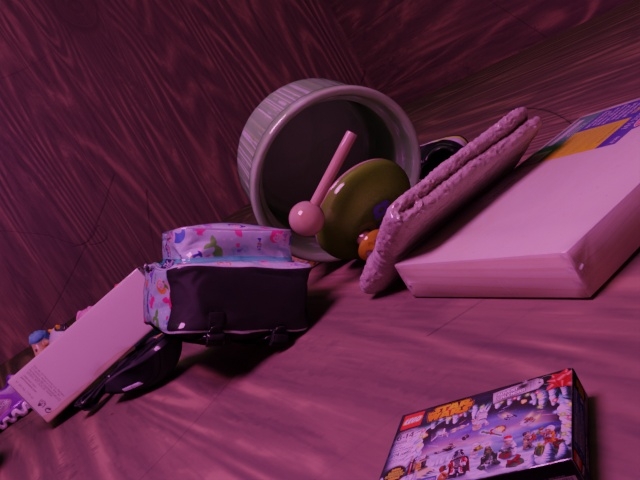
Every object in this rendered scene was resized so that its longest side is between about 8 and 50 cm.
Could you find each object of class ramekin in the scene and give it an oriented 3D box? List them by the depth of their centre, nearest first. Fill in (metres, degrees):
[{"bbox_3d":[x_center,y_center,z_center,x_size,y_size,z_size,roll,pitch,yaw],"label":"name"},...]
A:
[{"bbox_3d":[0.005,-0.129,1.095,0.303,0.303,0.148,-32,35,-8],"label":"ramekin"}]

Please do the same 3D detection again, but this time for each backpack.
[{"bbox_3d":[-0.154,0.070,0.969,0.225,0.190,0.253,1,-11,-26],"label":"backpack"}]

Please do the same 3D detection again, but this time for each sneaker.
[{"bbox_3d":[0.205,-0.157,1.350,0.235,0.084,0.097,-25,13,28],"label":"sneaker"},{"bbox_3d":[-0.742,0.384,1.418,0.236,0.104,0.095,-40,15,-34],"label":"sneaker"}]

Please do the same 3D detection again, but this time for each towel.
[{"bbox_3d":[0.168,-0.053,0.848,0.282,0.049,0.187,-36,-21,-26],"label":"towel"}]

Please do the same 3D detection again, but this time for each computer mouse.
[{"bbox_3d":[-0.300,0.214,1.129,0.262,0.060,0.184,-35,8,30],"label":"computer mouse"}]

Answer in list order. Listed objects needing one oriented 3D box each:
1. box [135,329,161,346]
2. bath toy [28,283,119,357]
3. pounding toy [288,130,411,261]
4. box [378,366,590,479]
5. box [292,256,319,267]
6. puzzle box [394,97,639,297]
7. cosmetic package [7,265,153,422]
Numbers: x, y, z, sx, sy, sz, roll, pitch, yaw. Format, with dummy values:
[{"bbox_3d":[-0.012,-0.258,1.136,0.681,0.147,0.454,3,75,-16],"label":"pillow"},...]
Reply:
[{"bbox_3d":[-0.339,0.149,1.502,0.101,0.060,0.244,-22,14,42],"label":"box"},{"bbox_3d":[-0.612,0.226,1.719,0.348,0.129,0.151,-27,11,17],"label":"bath toy"},{"bbox_3d":[0.081,-0.033,0.986,0.183,0.237,0.110,-52,52,7],"label":"pounding toy"},{"bbox_3d":[0.108,0.138,0.429,0.137,0.027,0.094,-25,11,28],"label":"box"},{"bbox_3d":[0.000,0.000,1.246,0.324,0.067,0.063,-31,11,-5],"label":"box"},{"bbox_3d":[0.309,-0.068,0.748,0.409,0.052,0.272,-36,11,-24],"label":"puzzle box"},{"bbox_3d":[-0.434,0.194,1.257,0.309,0.113,0.160,-42,6,-8],"label":"cosmetic package"}]
